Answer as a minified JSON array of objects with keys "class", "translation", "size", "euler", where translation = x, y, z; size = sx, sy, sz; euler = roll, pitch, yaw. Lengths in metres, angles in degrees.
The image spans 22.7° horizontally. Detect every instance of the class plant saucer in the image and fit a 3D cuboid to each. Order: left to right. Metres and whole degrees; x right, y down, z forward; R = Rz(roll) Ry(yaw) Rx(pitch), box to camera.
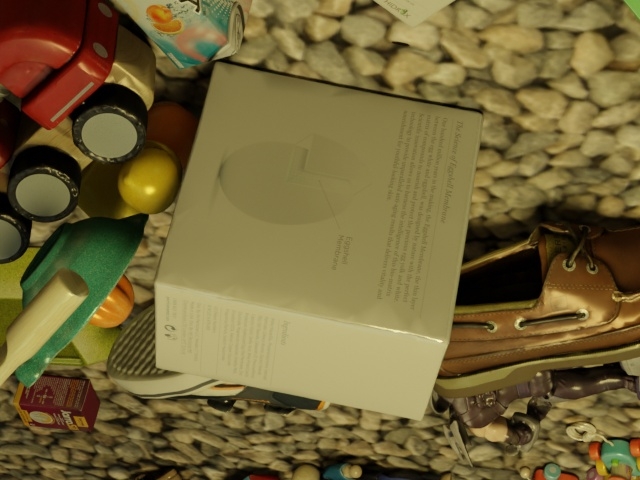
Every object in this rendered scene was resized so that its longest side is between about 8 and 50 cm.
[{"class":"plant saucer","translation":[-0.318,0.077,1.663],"size":[0.188,0.045,0.188],"euler":[1,145,17]}]

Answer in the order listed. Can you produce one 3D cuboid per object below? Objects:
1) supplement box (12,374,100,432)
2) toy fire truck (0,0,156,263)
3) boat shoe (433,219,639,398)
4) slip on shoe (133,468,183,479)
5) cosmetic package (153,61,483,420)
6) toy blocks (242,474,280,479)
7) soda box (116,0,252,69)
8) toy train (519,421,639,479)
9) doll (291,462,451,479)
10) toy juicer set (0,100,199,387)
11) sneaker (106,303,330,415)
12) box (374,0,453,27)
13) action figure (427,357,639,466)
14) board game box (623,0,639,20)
[{"class":"supplement box","translation":[-0.301,0.186,1.822],"size":[0.083,0.043,0.055],"euler":[4,145,11]},{"class":"toy fire truck","translation":[-0.279,-0.140,1.250],"size":[0.217,0.158,0.246],"euler":[-38,122,26]},{"class":"boat shoe","translation":[0.212,0.040,1.342],"size":[0.307,0.110,0.104],"euler":[-23,121,13]},{"class":"slip on shoe","translation":[-0.220,0.311,1.989],"size":[0.135,0.051,0.041],"euler":[-13,100,45]},{"class":"cosmetic package","translation":[0.000,0.000,1.281],"size":[0.225,0.224,0.138],"euler":[11,146,3]},{"class":"toy blocks","translation":[-0.071,0.462,1.914],"size":[0.191,0.381,0.261],"euler":[10,137,-45]},{"class":"soda box","translation":[-0.125,-0.208,1.157],"size":[0.058,0.063,0.183],"euler":[-12,140,32]},{"class":"toy train","translation":[0.291,0.260,1.738],"size":[0.125,0.046,0.166],"euler":[14,147,-3]},{"class":"doll","translation":[0.058,0.294,1.865],"size":[0.189,0.046,0.129],"euler":[5,145,10]},{"class":"toy juicer set","translation":[-0.174,0.020,1.290],"size":[0.089,0.329,0.209],"euler":[38,135,-14]},{"class":"sneaker","translation":[-0.059,0.111,1.557],"size":[0.321,0.126,0.127],"euler":[-15,133,33]},{"class":"box","translation":[0.059,-0.218,1.047],"size":[0.102,0.101,0.087],"euler":[32,142,-27]},{"class":"action figure","translation":[0.210,0.121,1.489],"size":[0.285,0.099,0.185],"euler":[-8,128,15]},{"class":"board game box","translation":[0.366,-0.141,1.115],"size":[0.214,0.046,0.317],"euler":[-16,138,37]}]
